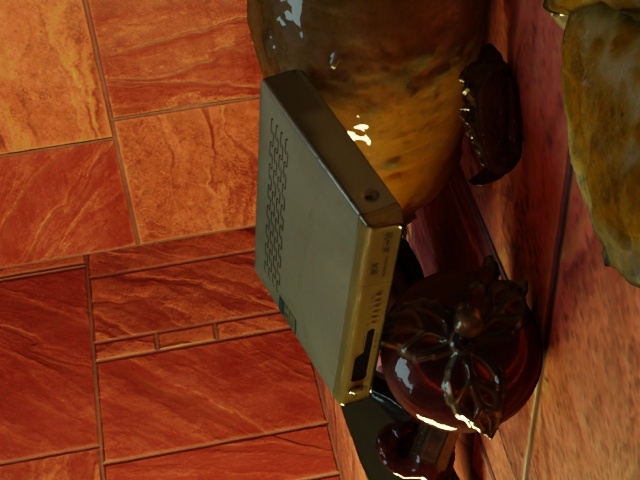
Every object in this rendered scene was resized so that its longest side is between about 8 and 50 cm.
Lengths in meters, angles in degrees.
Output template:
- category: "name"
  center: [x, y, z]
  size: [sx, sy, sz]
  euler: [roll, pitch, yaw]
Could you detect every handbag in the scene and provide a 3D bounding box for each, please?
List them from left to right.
- category: "handbag"
  center: [0.113, 0.292, 1.549]
  size: [0.191, 0.075, 0.332]
  euler: [26, 146, 50]

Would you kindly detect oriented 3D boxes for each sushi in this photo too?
- category: "sushi"
  center: [0.151, -0.112, 1.064]
  size: [0.055, 0.052, 0.120]
  euler: [-162, 59, -66]

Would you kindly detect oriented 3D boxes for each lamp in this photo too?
- category: "lamp"
  center: [0.132, 0.126, 1.129]
  size: [0.215, 0.151, 0.223]
  euler: [-62, -30, -12]

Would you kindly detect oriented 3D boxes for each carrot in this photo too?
- category: "carrot"
  center: [0.048, -0.184, 1.143]
  size: [0.340, 0.224, 0.224]
  euler: [79, 177, -55]

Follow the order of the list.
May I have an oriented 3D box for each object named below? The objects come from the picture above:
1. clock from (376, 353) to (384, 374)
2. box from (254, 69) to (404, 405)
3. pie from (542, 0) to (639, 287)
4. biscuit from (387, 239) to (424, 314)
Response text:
- category: "clock"
  center: [0.113, 0.171, 1.656]
  size: [0.194, 0.100, 0.195]
  euler: [-102, 8, -60]
- category: "box"
  center: [0.000, 0.000, 1.079]
  size: [0.211, 0.045, 0.270]
  euler: [56, 156, 34]
- category: "pie"
  center: [0.182, -0.136, 0.615]
  size: [0.339, 0.077, 0.339]
  euler: [178, 90, -84]
- category: "biscuit"
  center: [0.077, 0.022, 1.421]
  size: [0.367, 0.063, 0.314]
  euler: [59, -167, -17]
